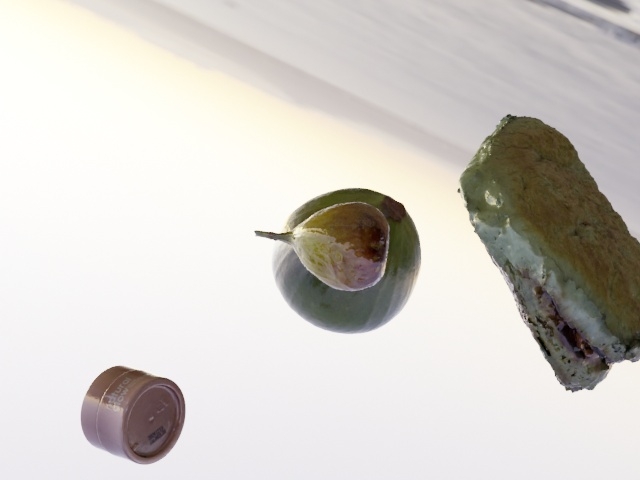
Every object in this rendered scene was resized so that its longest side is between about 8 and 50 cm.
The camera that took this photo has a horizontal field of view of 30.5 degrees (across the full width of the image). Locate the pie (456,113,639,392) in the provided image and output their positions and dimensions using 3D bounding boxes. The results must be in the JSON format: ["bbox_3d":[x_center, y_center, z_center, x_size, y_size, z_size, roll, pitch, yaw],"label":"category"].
[{"bbox_3d":[0.353,0.009,1.783,0.418,0.180,0.395,57,-150,1],"label":"pie"}]

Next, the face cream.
[{"bbox_3d":[-0.312,0.290,1.960,0.104,0.149,0.149,10,175,38],"label":"face cream"}]

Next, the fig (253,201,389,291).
[{"bbox_3d":[0.000,0.000,2.073,0.257,0.159,0.159,6,179,19],"label":"fig"}]

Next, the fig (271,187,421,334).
[{"bbox_3d":[0.068,0.025,2.296,0.316,0.316,0.316,25,-175,-2],"label":"fig"}]
